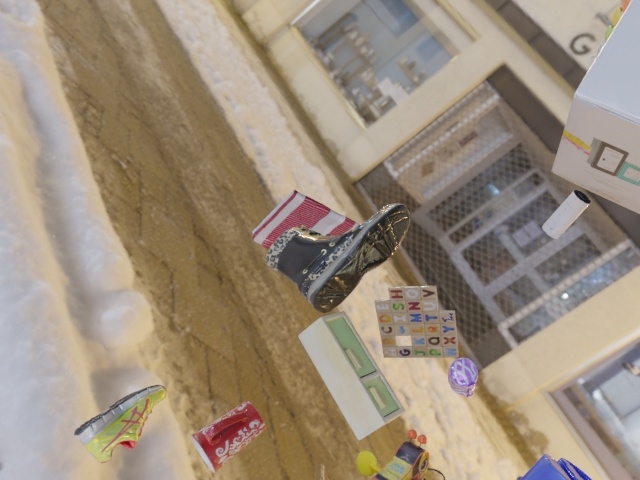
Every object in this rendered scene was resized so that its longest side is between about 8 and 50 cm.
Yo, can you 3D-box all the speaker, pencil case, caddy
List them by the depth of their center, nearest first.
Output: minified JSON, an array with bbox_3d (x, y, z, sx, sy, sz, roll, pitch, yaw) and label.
[{"bbox_3d":[0.656,-0.070,1.647,0.055,0.136,0.055,18,38,-15],"label":"speaker"},{"bbox_3d":[0.717,0.777,1.757,0.241,0.179,0.341,26,12,-39],"label":"caddy"},{"bbox_3d":[0.418,0.404,1.807,0.206,0.086,0.088,58,12,-64],"label":"pencil case"}]

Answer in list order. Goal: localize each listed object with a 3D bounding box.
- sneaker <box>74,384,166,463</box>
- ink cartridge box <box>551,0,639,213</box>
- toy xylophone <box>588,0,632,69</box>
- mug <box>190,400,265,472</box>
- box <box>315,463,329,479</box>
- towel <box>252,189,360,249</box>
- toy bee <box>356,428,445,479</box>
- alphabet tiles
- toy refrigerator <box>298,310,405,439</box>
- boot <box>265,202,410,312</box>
[{"bbox_3d":[-0.380,0.361,1.220,0.208,0.081,0.094,-30,92,-51],"label":"sneaker"},{"bbox_3d":[0.520,-0.200,0.984,0.197,0.198,0.270,30,-9,21],"label":"ink cartridge box"},{"bbox_3d":[0.779,-0.510,1.537,0.323,0.081,0.236,95,3,-50],"label":"toy xylophone"},{"bbox_3d":[-0.229,0.500,1.587,0.113,0.169,0.150,58,-25,1],"label":"mug"},{"bbox_3d":[0.022,0.580,1.325,0.201,0.021,0.165,90,-18,-80],"label":"box"},{"bbox_3d":[0.000,0.000,1.734,0.328,0.237,0.037,27,45,-23],"label":"towel"},{"bbox_3d":[0.172,0.498,1.341,0.195,0.162,0.298,10,16,18],"label":"toy bee"},{"bbox_3d":[0.245,0.212,1.570,0.009,0.198,0.237,-72,155,-54],"label":"alphabet tiles"},{"bbox_3d":[0.072,0.298,1.397,0.102,0.094,0.270,-3,57,-55],"label":"toy refrigerator"},{"bbox_3d":[0.025,0.000,1.084,0.178,0.236,0.085,31,-19,47],"label":"boot"}]
